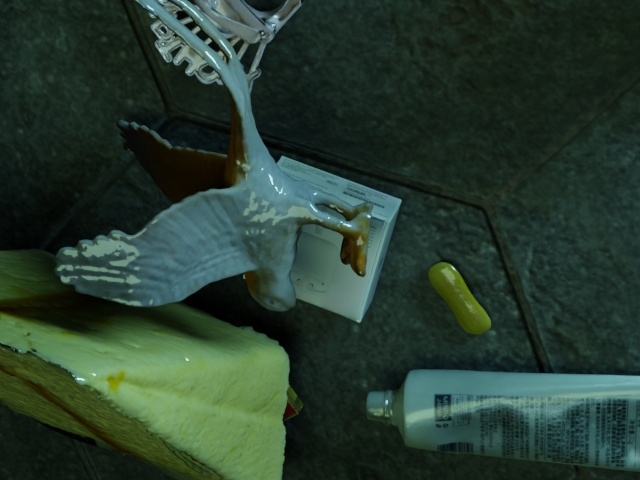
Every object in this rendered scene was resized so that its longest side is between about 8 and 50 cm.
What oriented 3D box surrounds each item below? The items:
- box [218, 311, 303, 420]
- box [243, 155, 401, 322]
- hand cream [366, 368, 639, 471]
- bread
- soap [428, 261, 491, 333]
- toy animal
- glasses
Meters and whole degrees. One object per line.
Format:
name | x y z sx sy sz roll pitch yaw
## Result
box | -0.091 0.148 2.137 0.090 0.023 0.133 -26 109 30
box | 0.000 0.000 1.993 0.130 0.051 0.129 21 126 9
hand cream | 0.214 0.177 2.024 0.341 0.078 0.124 2 121 10
bread | -0.274 0.156 2.014 0.346 0.405 0.242 21 109 30
soap | 0.140 0.059 1.999 0.034 0.012 0.089 -26 108 32
toy animal | -0.074 -0.079 1.875 0.302 0.225 0.284 23 126 0
glasses | -0.127 -0.242 1.865 0.162 0.095 0.255 -22 108 35
